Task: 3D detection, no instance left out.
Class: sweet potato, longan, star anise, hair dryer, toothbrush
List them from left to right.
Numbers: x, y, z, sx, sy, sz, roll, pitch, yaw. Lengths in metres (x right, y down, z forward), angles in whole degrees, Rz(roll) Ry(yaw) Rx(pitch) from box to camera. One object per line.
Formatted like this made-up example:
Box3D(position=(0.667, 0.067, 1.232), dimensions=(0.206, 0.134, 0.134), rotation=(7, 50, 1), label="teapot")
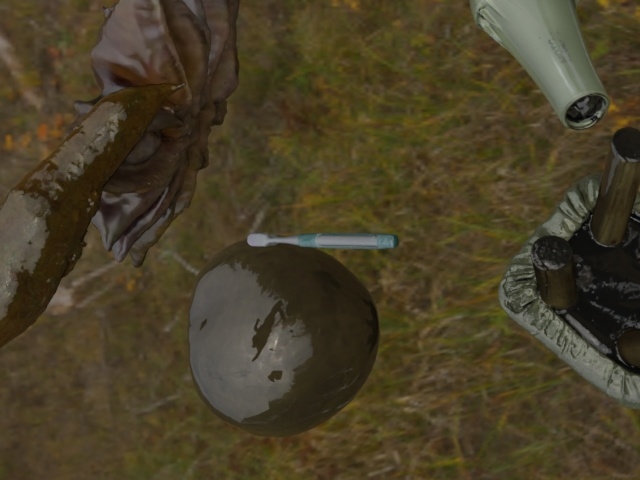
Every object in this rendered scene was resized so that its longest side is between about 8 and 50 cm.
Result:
Box3D(position=(-0.187, -0.012, 0.833), dimensions=(0.067, 0.067, 0.273), rotation=(26, 76, 41), label="sweet potato")
Box3D(position=(-0.146, -0.102, 1.029), dimensions=(0.109, 0.349, 0.292), rotation=(27, 107, 5), label="star anise")
Box3D(position=(-0.050, 0.116, 1.443), dimensions=(0.246, 0.246, 0.215), rotation=(33, 134, 39), label="longan")
Box3D(position=(0.000, 0.000, 0.833), dimensions=(0.167, 0.014, 0.011), rotation=(1, 90, 54), label="toothbrush")
Box3D(position=(0.311, -0.248, 1.363), dimensions=(0.298, 0.119, 0.295), rotation=(-1, 55, 11), label="hair dryer")

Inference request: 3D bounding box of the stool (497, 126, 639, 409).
Box3D(position=(0.460, 0.038, 1.770), dimensions=(0.310, 0.310, 0.226), rotation=(37, 159, 10), label="stool")
